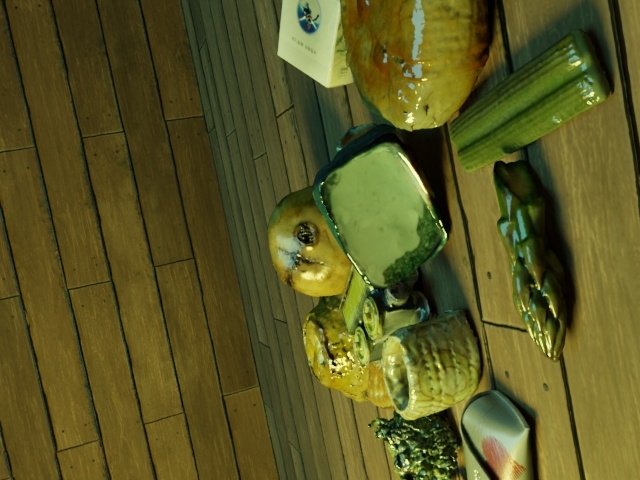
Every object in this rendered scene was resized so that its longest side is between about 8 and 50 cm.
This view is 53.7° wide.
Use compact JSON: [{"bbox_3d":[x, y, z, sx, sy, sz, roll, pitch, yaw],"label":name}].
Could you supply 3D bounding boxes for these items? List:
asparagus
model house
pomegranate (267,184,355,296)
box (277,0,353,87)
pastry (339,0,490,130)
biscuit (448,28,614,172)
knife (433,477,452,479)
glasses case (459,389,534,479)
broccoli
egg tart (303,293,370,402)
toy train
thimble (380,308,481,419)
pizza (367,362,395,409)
[{"bbox_3d":[0.287,0.029,0.856,0.080,0.080,0.287,176,82,-71],"label":"asparagus"},{"bbox_3d":[0.086,-0.092,1.166,0.253,0.184,0.291,55,-175,-26],"label":"model house"},{"bbox_3d":[0.000,0.000,1.433,0.260,0.260,0.260,168,90,-71],"label":"pomegranate"},{"bbox_3d":[0.006,-0.434,1.157,0.164,0.069,0.257,42,138,33],"label":"box"},{"bbox_3d":[0.133,-0.332,0.971,0.329,0.136,0.330,166,90,-72],"label":"pastry"},{"bbox_3d":[0.261,-0.174,0.859,0.322,0.038,0.099,150,104,-70],"label":"biscuit"},{"bbox_3d":[0.268,0.482,1.236,0.032,0.058,0.244,-68,8,-21],"label":"knife"},{"bbox_3d":[0.299,0.414,1.046,0.128,0.083,0.308,-160,59,-69],"label":"glasses case"},{"bbox_3d":[0.190,0.428,1.343,0.165,0.145,0.304,63,169,12],"label":"broccoli"},{"bbox_3d":[0.039,0.271,1.653,0.341,0.129,0.341,169,90,-72],"label":"egg tart"},{"bbox_3d":[0.131,0.145,1.301,0.261,0.134,0.177,102,158,-50],"label":"toy train"},{"bbox_3d":[0.197,0.217,1.126,0.137,0.143,0.191,-128,32,-54],"label":"thimble"},{"bbox_3d":[0.153,0.281,1.436,0.188,0.062,0.199,147,116,-65],"label":"pizza"}]
